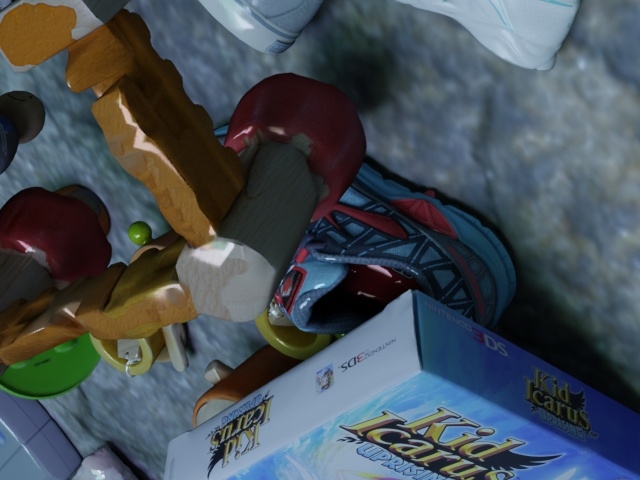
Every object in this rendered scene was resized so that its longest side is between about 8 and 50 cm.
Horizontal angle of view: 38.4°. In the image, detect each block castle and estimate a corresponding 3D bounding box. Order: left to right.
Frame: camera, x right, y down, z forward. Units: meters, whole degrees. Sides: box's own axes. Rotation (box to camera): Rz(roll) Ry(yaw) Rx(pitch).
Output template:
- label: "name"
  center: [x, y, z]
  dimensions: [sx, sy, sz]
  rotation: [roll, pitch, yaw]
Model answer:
- label: "block castle"
  center: [-0.207, -0.145, 0.504]
  dimensions: [0.303, 0.213, 0.453]
  rotation: [-21, 117, 27]

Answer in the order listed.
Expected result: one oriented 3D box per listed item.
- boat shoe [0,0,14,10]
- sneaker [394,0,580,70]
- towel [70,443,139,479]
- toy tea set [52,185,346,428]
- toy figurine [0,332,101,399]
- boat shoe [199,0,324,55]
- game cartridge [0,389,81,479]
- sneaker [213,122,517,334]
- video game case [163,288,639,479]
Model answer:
- label: "boat shoe"
  center: [-0.223, -0.213, 0.667]
  dimensions: [0.063, 0.066, 0.184]
  rotation: [28, 130, -6]
- label: "sneaker"
  center: [0.079, -0.158, 0.532]
  dimensions: [0.152, 0.053, 0.061]
  rotation: [28, 122, 5]
- label: "towel"
  center: [-0.200, 0.423, 1.068]
  dimensions: [0.332, 0.053, 0.317]
  rotation: [45, 133, 3]
- label: "toy tea set"
  center: [-0.134, 0.080, 0.766]
  dimensions: [0.336, 0.124, 0.200]
  rotation: [19, 128, 20]
- label: "toy figurine"
  center: [-0.317, 0.093, 0.877]
  dimensions: [0.159, 0.173, 0.130]
  rotation: [-10, 98, 49]
- label: "boat shoe"
  center: [-0.080, -0.222, 0.573]
  dimensions: [0.227, 0.079, 0.081]
  rotation: [46, 113, -2]
- label: "game cartridge"
  center: [-0.420, 0.192, 1.066]
  dimensions: [0.297, 0.062, 0.198]
  rotation: [45, 136, -2]
- label: "sneaker"
  center: [0.000, 0.000, 0.630]
  dimensions: [0.262, 0.125, 0.104]
  rotation: [23, 129, 16]
- label: "video game case"
  center: [0.072, 0.161, 0.636]
  dimensions: [0.270, 0.061, 0.244]
  rotation: [29, 131, -31]
